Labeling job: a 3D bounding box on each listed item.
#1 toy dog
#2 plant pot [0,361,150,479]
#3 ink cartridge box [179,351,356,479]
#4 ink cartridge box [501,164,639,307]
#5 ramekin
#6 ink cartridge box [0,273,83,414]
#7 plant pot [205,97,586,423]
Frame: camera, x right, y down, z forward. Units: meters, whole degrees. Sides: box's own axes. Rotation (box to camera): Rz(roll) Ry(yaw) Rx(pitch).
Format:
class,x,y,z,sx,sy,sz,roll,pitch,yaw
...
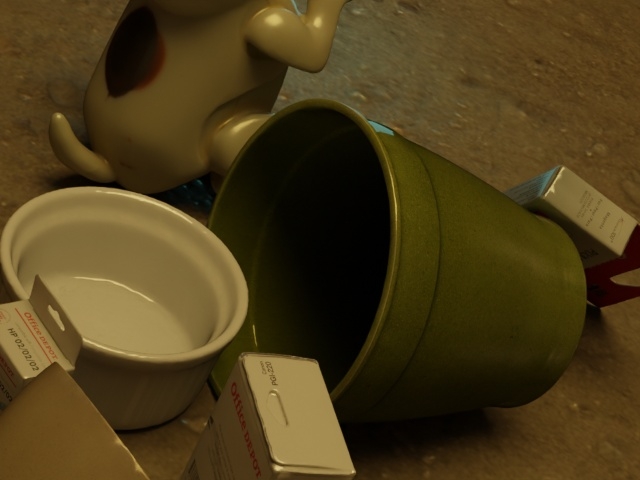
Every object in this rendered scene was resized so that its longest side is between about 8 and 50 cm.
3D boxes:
class,x,y,z,sx,sy,sz,roll,pitch,yaw
toy dog,-0.160,-0.281,2.156,0.395,0.408,0.284,-9,38,-25
plant pot,-0.235,0.278,1.574,0.191,0.284,0.284,-35,60,-12
ink cartridge box,-0.061,0.241,1.726,0.092,0.218,0.158,6,40,-24
ink cartridge box,0.320,0.020,2.208,0.239,0.275,0.060,36,69,-11
ramekin,-0.230,0.079,1.908,0.277,0.135,0.277,16,36,-12
ink cartridge box,-0.308,0.134,1.750,0.062,0.181,0.104,-11,48,-39
plant pot,0.103,0.053,1.991,0.353,0.366,0.366,12,36,-36
